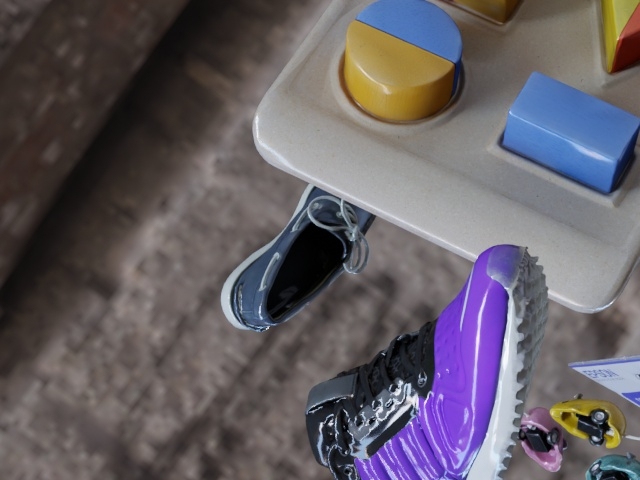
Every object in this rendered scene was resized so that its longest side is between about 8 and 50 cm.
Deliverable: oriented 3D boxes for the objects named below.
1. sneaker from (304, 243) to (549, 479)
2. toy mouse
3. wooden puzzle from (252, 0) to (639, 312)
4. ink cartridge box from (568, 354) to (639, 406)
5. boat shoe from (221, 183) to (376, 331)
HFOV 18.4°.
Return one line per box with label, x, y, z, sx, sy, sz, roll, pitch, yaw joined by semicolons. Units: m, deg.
sneaker;0.062;0.116;1.346;0.146;0.293;0.102;16;-140;6
toy mouse;0.221;0.176;1.666;0.161;0.031;0.143;19;144;24
wooden puzzle;0.162;-0.154;1.573;0.322;0.348;0.080;26;156;14
ink cartridge box;0.446;0.171;2.011;0.307;0.072;0.303;33;166;-10
boat shoe;0.000;0.000;2.088;0.079;0.254;0.095;3;128;52
